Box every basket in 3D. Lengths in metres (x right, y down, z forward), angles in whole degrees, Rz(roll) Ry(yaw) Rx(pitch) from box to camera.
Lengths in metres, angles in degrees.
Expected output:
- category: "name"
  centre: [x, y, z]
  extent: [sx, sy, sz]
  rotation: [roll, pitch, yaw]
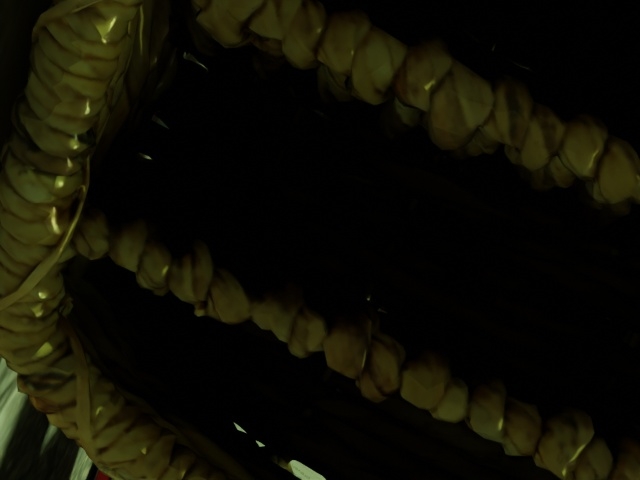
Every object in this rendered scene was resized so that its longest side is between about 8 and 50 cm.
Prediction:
- category: "basket"
  centre: [0.068, 0.020, 0.371]
  extent: [0.213, 0.299, 0.223]
  rotation: [-64, -176, 2]

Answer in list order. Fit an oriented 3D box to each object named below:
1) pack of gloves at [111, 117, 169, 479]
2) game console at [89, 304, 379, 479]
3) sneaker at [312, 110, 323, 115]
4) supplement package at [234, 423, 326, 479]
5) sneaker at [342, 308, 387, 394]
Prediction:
- category: "pack of gloves"
  centre: [-0.068, 0.002, 0.616]
  extent: [0.195, 0.046, 0.232]
  rotation: [-105, -144, -70]
- category: "game console"
  centre: [-0.053, 0.138, 0.981]
  extent: [0.342, 0.060, 0.386]
  rotation: [-30, 146, -63]
- category: "sneaker"
  centre: [-0.001, -0.087, 0.862]
  extent: [0.075, 0.057, 0.161]
  rotation: [-60, 180, 45]
- category: "supplement package"
  centre: [-0.070, 0.242, 0.639]
  extent: [0.175, 0.177, 0.293]
  rotation: [-46, -172, 30]
- category: "sneaker"
  centre: [0.127, 0.015, 1.033]
  extent: [0.282, 0.099, 0.153]
  rotation: [-57, 161, 13]
